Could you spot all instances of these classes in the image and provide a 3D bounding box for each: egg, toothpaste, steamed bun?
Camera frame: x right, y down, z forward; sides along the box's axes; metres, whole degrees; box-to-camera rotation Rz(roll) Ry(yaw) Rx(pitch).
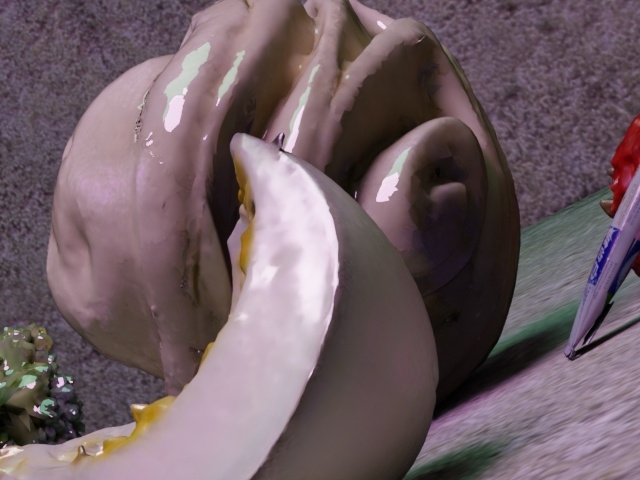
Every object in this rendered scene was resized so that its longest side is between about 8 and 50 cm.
[{"bbox_3d":[-0.028,0.096,1.103,0.206,0.162,0.271,23,80,49],"label":"egg"},{"bbox_3d":[0.201,0.001,1.308,0.170,0.028,0.045,-63,1,2],"label":"toothpaste"},{"bbox_3d":[0.000,0.000,1.416,0.339,0.352,0.247,-41,29,-17],"label":"steamed bun"}]

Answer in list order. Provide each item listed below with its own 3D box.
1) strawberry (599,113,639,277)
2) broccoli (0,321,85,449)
[{"bbox_3d":[0.314,-0.077,1.377,0.233,0.138,0.306,-27,-1,-11],"label":"strawberry"},{"bbox_3d":[-0.378,0.224,1.842,0.338,0.318,0.277,9,23,45],"label":"broccoli"}]
